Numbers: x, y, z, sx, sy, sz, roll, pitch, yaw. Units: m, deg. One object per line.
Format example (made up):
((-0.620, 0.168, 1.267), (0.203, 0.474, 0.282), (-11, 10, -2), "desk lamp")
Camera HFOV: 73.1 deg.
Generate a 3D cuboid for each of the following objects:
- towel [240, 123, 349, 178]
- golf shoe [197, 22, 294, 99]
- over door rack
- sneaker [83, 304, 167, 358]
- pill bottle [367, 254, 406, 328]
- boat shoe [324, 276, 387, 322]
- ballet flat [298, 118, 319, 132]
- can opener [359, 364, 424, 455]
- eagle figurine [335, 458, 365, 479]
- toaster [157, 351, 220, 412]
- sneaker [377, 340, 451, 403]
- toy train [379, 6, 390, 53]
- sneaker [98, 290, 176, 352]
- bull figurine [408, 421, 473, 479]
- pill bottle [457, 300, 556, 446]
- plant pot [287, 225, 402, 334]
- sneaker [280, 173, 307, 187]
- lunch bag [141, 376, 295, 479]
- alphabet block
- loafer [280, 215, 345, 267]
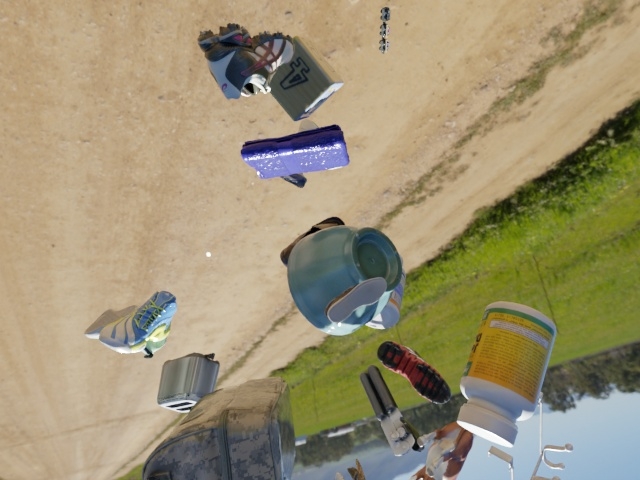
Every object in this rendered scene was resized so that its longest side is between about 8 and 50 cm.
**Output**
((-0.069, -0.269, 1.324), (0.307, 0.077, 0.227), (-7, 171, 6), "towel")
((-0.131, -0.342, 0.842), (0.105, 0.120, 0.273), (-3, -161, 28), "golf shoe")
((0.578, 0.597, 1.157), (0.108, 0.325, 0.239), (1, -147, 48), "over door rack")
((-0.523, 0.260, 1.162), (0.255, 0.094, 0.151), (-14, 122, 36), "sneaker")
((0.221, 0.162, 1.533), (0.152, 0.272, 0.153), (10, 133, 11), "pill bottle")
((0.063, 0.105, 0.784), (0.125, 0.046, 0.038), (-35, -167, -12), "boat shoe")
((-0.030, -0.436, 1.950), (0.139, 0.400, 0.139), (-19, 134, -22), "ballet flat")
((0.199, 0.500, 1.275), (0.074, 0.280, 0.093), (-45, 132, 13), "can opener")
((0.033, 0.839, 1.296), (0.298, 0.225, 0.226), (-34, 168, -2), "eagle figurine")
((-0.413, 0.451, 1.366), (0.226, 0.147, 0.129), (-21, 139, 29), "toaster")
((0.323, 0.435, 1.448), (0.098, 0.276, 0.135), (-60, 147, 4), "sneaker")
((0.225, -0.729, 1.501), (0.036, 0.027, 0.158), (-35, 146, -22), "toy train")
((-0.398, 0.170, 0.973), (0.091, 0.126, 0.240), (25, 179, 3), "sneaker")
((0.332, 0.642, 1.213), (0.188, 0.101, 0.311), (-3, 113, -33), "bull figurine")
((0.301, 0.217, 0.711), (0.117, 0.209, 0.118), (24, 159, 10), "pill bottle")
((0.086, 0.079, 1.132), (0.292, 0.294, 0.196), (7, 153, -37), "plant pot")
((-0.123, -0.298, 1.602), (0.110, 0.283, 0.122), (26, 106, -45), "sneaker")
((-0.192, 0.419, 0.890), (0.255, 0.213, 0.305), (-5, 177, 1), "lunch bag")
((-0.063, -0.554, 1.489), (0.193, 0.197, 0.192), (-38, -173, 22), "alphabet block")
((0.000, 0.000, 1.739), (0.366, 0.134, 0.130), (-38, 177, -43), "loafer")
